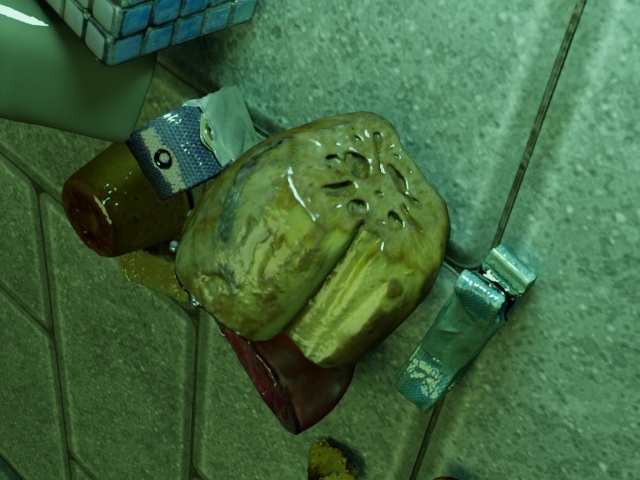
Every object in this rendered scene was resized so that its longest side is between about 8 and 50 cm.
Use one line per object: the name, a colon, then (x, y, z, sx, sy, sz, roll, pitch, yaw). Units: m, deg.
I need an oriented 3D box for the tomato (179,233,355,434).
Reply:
tomato: (-0.063, 0.100, 1.342, 0.335, 0.176, 0.289, 55, 164, 10)

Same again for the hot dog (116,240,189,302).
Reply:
hot dog: (-0.273, 0.042, 1.612, 0.242, 0.073, 0.084, 13, 122, 47)

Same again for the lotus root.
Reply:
lotus root: (0.000, 0.000, 1.101, 0.316, 0.316, 0.250, 50, 135, 9)

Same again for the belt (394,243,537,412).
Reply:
belt: (0.174, 0.117, 1.145, 0.072, 0.087, 0.302, 47, 143, 19)

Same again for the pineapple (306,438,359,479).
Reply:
pineapple: (0.023, 0.402, 1.554, 0.114, 0.077, 0.114, 10, 137, 50)

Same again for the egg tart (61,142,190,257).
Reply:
egg tart: (-0.326, -0.061, 1.534, 0.202, 0.147, 0.202, 27, 136, 30)

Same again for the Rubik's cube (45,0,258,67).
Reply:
Rubik's cube: (-0.205, -0.385, 1.074, 0.238, 0.237, 0.237, 45, 140, 17)

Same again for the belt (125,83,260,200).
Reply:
belt: (-0.165, -0.123, 1.253, 0.139, 0.230, 0.126, -25, 99, 16)

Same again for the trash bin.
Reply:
trash bin: (-0.350, -0.258, 1.221, 0.250, 0.220, 0.219, 15, 136, -17)

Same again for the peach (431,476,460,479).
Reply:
peach: (0.191, 0.390, 1.329, 0.100, 0.100, 0.101, 29, 136, 32)
